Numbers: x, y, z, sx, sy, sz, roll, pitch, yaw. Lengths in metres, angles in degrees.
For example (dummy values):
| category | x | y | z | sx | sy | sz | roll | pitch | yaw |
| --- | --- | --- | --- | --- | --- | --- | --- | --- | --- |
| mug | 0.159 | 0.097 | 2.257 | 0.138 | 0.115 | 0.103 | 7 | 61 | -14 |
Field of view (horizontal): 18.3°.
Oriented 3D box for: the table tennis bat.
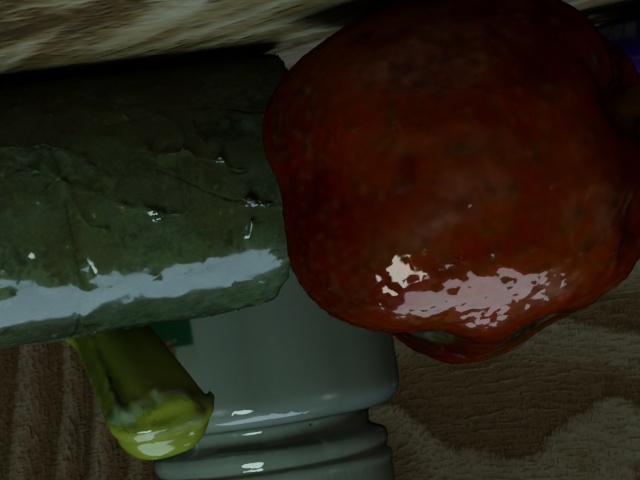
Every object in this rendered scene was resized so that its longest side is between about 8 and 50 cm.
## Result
| category | x | y | z | sx | sy | sz | roll | pitch | yaw |
| --- | --- | --- | --- | --- | --- | --- | --- | --- | --- |
| table tennis bat | -0.158 | 0.022 | 1.267 | 0.224 | 0.054 | 0.369 | -16 | -144 | -21 |

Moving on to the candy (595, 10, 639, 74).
| category | x | y | z | sx | sy | sz | roll | pitch | yaw |
| --- | --- | --- | --- | --- | --- | --- | --- | --- | --- |
| candy | 0.270 | -0.122 | 1.186 | 0.275 | 0.070 | 0.145 | -4 | 175 | 42 |

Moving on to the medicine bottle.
| category | x | y | z | sx | sy | sz | roll | pitch | yaw |
| --- | --- | --- | --- | --- | --- | --- | --- | --- | --- |
| medicine bottle | -0.050 | 0.071 | 1.480 | 0.208 | 0.340 | 0.208 | -8 | 178 | 0 |

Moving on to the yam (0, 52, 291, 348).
| category | x | y | z | sx | sy | sz | roll | pitch | yaw |
| --- | --- | --- | --- | --- | --- | --- | --- | --- | --- |
| yam | -0.143 | -0.020 | 1.138 | 0.268 | 0.161 | 0.161 | -10 | 179 | -12 |

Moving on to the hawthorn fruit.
| category | x | y | z | sx | sy | sz | roll | pitch | yaw |
| --- | --- | --- | --- | --- | --- | --- | --- | --- | --- |
| hawthorn fruit | 0.104 | -0.046 | 1.032 | 0.243 | 0.207 | 0.207 | -22 | 174 | 20 |
